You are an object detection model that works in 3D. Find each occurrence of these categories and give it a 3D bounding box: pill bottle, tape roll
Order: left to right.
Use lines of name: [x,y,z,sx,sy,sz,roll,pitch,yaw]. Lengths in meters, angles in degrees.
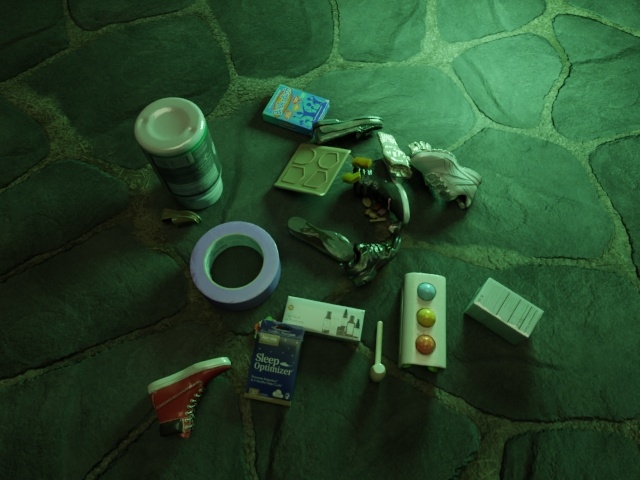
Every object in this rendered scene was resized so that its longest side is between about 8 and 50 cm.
pill bottle: [-0.431,-0.258,1.450,0.204,0.361,0.204,0,65,0]
tape roll: [-0.266,0.080,1.444,0.275,0.090,0.274,0,64,-1]

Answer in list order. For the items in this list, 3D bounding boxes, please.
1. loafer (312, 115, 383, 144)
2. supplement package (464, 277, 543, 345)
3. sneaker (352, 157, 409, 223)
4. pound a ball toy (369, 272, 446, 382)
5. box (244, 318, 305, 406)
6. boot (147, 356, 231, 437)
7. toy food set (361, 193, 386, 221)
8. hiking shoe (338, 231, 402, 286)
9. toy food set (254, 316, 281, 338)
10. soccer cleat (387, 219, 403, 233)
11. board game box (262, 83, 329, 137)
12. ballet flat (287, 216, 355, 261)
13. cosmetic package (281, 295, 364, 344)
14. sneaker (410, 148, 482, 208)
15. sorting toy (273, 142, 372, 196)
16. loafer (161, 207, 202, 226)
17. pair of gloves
loafer: [0.104,-0.398,1.672,0.267,0.096,0.084,-7,83,-10]
supplement package: [0.550,0.215,1.375,0.179,0.105,0.105,34,69,14]
sneaker: [0.194,-0.158,1.535,0.147,0.104,0.295,-12,52,-9]
pound a ball toy: [0.261,0.257,1.338,0.208,0.136,0.319,7,65,3]
box: [-0.131,0.350,1.317,0.136,0.036,0.225,10,80,5]
boot: [-0.346,0.445,1.278,0.244,0.088,0.176,-25,68,-3]
toy food set: [0.188,-0.113,1.576,0.078,0.019,0.122,-5,57,-3]
hiking shoe: [0.166,0.037,1.451,0.227,0.086,0.114,-45,98,-18]
toy food set: [-0.162,0.277,1.389,0.083,0.020,0.082,-42,72,-17]
soccer cleat: [0.266,-0.055,1.544,0.083,0.029,0.035,-31,78,-11]
board game box: [-0.092,-0.496,1.736,0.210,0.047,0.160,20,67,9]
ballet flat: [0.000,0.000,1.507,0.250,0.058,0.084,26,63,6]
cosmetic package: [0.009,0.242,1.385,0.239,0.060,0.099,10,64,4]
sneaker: [0.420,-0.208,1.522,0.297,0.111,0.129,23,74,-22]
sorting toy: [0.012,-0.236,1.574,0.307,0.041,0.229,16,61,31]
loafer: [-0.471,-0.070,1.534,0.148,0.056,0.050,8,66,15]
pair of gloves: [0.314,-0.286,1.585,0.240,0.042,0.204,11,51,-26]
